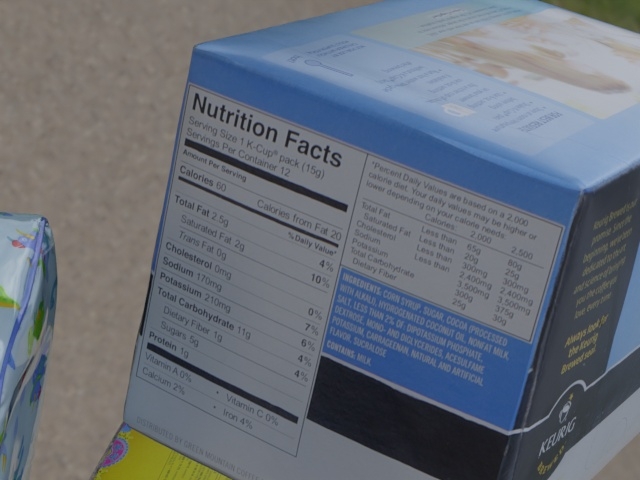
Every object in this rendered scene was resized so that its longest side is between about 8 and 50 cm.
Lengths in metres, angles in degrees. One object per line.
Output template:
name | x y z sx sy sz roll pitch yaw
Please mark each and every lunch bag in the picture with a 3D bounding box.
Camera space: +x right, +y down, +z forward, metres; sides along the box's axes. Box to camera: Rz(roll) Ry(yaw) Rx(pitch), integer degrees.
lunch bag | -0.202 0.100 0.911 0.090 0.219 0.176 9 33 -5

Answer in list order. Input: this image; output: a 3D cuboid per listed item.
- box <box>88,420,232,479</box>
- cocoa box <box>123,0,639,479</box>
box | -0.065 0.297 1.146 0.290 0.177 0.279 -66 153 -52
cocoa box | 0.088 -0.001 0.975 0.231 0.228 0.347 22 23 24
